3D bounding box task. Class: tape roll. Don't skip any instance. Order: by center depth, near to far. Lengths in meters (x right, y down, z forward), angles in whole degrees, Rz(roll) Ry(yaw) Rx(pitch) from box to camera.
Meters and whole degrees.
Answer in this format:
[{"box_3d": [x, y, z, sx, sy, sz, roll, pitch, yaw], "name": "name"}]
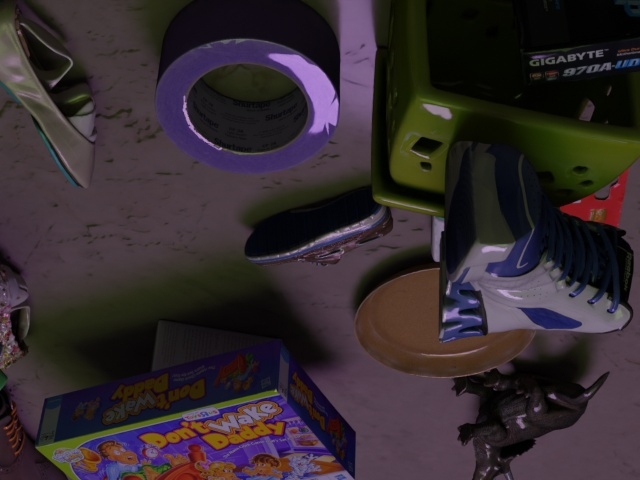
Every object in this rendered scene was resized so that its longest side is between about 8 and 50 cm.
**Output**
[{"box_3d": [-0.073, -0.160, 1.299, 0.189, 0.080, 0.189, 1, 139, 1], "name": "tape roll"}]

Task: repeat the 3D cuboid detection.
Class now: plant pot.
[{"box_3d": [0.162, -0.139, 1.216, 0.227, 0.228, 0.207, 10, 146, -11], "name": "plant pot"}, {"box_3d": [0.161, 0.099, 1.632, 0.236, 0.032, 0.236, 0, 140, 0], "name": "plant pot"}]

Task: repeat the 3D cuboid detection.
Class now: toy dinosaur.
[{"box_3d": [0.287, 0.229, 1.742, 0.160, 0.121, 0.313, 17, 134, -36], "name": "toy dinosaur"}]

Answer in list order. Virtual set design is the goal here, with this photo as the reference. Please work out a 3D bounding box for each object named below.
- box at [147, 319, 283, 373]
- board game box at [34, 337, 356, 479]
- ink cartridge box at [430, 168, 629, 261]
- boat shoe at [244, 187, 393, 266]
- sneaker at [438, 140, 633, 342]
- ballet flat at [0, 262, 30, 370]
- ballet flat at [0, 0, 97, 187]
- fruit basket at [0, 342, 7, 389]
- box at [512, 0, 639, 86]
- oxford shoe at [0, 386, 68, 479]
[{"box_3d": [-0.147, 0.190, 1.700, 0.170, 0.091, 0.130, 10, 138, -10], "name": "box"}, {"box_3d": [-0.158, 0.260, 1.650, 0.347, 0.078, 0.233, -16, 136, 20], "name": "board game box"}, {"box_3d": [0.240, -0.050, 1.442, 0.225, 0.056, 0.181, 0, 140, 4], "name": "ink cartridge box"}, {"box_3d": [0.000, 0.000, 1.494, 0.183, 0.066, 0.066, -16, 138, 19], "name": "boat shoe"}, {"box_3d": [0.201, 0.006, 1.145, 0.182, 0.127, 0.315, -1, 159, 2], "name": "sneaker"}, {"box_3d": [-0.408, 0.081, 1.603, 0.077, 0.091, 0.241, -19, 150, -24], "name": "ballet flat"}, {"box_3d": [-0.282, -0.154, 1.319, 0.086, 0.086, 0.248, -14, 136, 17], "name": "ballet flat"}, {"box_3d": [-0.531, 0.091, 1.459, 0.353, 0.165, 0.327, 45, 164, -12], "name": "fruit basket"}, {"box_3d": [0.249, -0.241, 1.088, 0.175, 0.220, 0.051, -6, 148, 9], "name": "box"}, {"box_3d": [-0.470, 0.289, 1.800, 0.133, 0.130, 0.364, -29, 133, 20], "name": "oxford shoe"}]
